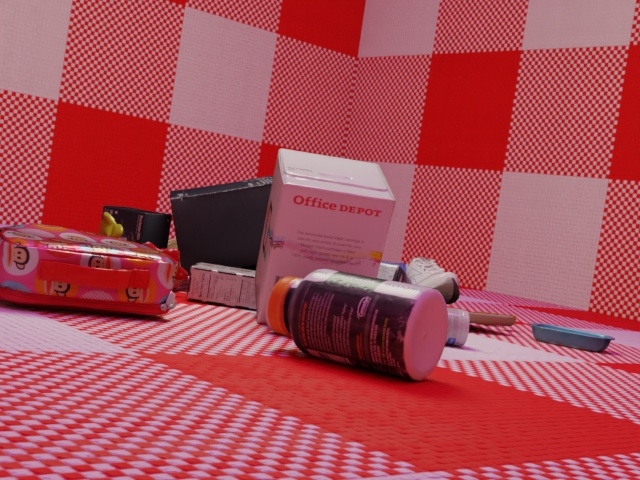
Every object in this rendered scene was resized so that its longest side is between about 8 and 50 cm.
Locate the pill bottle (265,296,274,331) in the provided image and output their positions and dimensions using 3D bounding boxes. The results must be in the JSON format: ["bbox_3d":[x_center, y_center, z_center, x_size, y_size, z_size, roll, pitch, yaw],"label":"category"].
[{"bbox_3d":[-0.014,0.124,1.578,0.137,0.078,0.078,9,1,26],"label":"pill bottle"}]

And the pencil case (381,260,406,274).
[{"bbox_3d":[0.053,0.098,2.303,0.306,0.133,0.119,8,46,0],"label":"pencil case"}]

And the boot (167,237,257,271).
[{"bbox_3d":[-0.283,0.056,2.529,0.262,0.095,0.203,12,1,-27],"label":"boot"}]

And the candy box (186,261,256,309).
[{"bbox_3d":[-0.146,0.098,1.955,0.233,0.071,0.159,9,1,0],"label":"candy box"}]

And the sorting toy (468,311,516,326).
[{"bbox_3d":[0.334,0.183,2.221,0.307,0.041,0.229,8,-3,-31],"label":"sorting toy"}]

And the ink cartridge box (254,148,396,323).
[{"bbox_3d":[0.000,0.000,1.741,0.198,0.270,0.197,9,22,-9],"label":"ink cartridge box"}]

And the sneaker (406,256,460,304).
[{"bbox_3d":[0.248,0.098,2.316,0.111,0.129,0.297,7,-10,-17],"label":"sneaker"}]

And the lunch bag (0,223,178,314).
[{"bbox_3d":[-0.381,0.049,1.543,0.293,0.120,0.258,8,2,-29],"label":"lunch bag"}]

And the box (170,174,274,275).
[{"bbox_3d":[-0.182,-0.045,2.225,0.312,0.179,0.343,-8,6,-7],"label":"box"}]

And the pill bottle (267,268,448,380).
[{"bbox_3d":[0.045,0.111,1.359,0.245,0.130,0.130,10,2,32],"label":"pill bottle"}]

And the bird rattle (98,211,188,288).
[{"bbox_3d":[-0.368,0.042,2.016,0.253,0.143,0.207,12,-13,26],"label":"bird rattle"}]

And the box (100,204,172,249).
[{"bbox_3d":[-0.454,0.001,2.327,0.158,0.156,0.093,10,3,36],"label":"box"}]

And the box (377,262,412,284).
[{"bbox_3d":[0.087,0.102,2.055,0.231,0.056,0.183,9,-25,29],"label":"box"}]

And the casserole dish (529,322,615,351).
[{"bbox_3d":[0.553,0.215,2.122,0.188,0.037,0.114,10,2,30],"label":"casserole dish"}]

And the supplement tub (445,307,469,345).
[{"bbox_3d":[0.217,0.156,1.786,0.107,0.071,0.071,8,1,-4],"label":"supplement tub"}]
